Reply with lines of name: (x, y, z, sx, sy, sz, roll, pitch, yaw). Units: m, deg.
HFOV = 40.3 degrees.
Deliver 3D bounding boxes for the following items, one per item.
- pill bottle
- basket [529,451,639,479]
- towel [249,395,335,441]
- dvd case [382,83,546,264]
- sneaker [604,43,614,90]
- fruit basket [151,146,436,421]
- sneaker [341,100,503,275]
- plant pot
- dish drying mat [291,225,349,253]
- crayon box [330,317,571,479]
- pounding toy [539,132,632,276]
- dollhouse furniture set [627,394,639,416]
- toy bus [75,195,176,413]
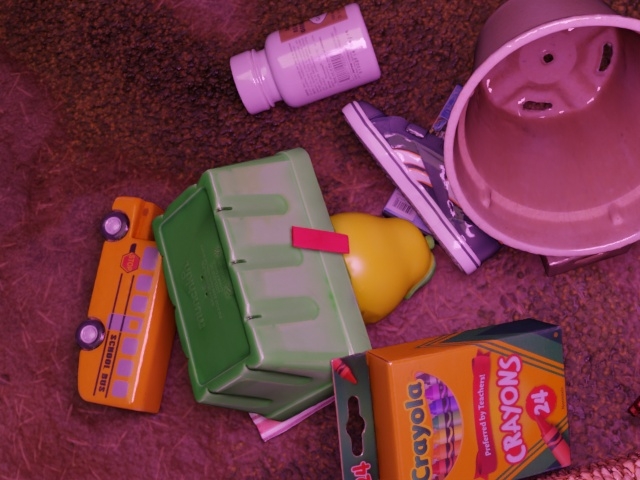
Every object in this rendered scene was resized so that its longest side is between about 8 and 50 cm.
pill bottle: (-0.026, -0.294, 1.443, 0.229, 0.131, 0.131, -18, 72, 7)
basket: (0.355, 0.390, 1.089, 0.223, 0.299, 0.213, -16, 74, 5)
towel: (-0.071, 0.198, 1.379, 0.144, 0.029, 0.197, -30, 71, 0)
dvd case: (0.237, -0.108, 1.393, 0.180, 0.022, 0.253, 29, 83, 17)
sneaker: (0.498, -0.201, 1.322, 0.129, 0.111, 0.297, -10, 60, 40)
fruit basket: (-0.022, 0.059, 1.307, 0.283, 0.392, 0.392, -36, 66, 40)
sneaker: (0.170, -0.108, 1.332, 0.127, 0.126, 0.321, -39, 82, 5)
plant pot: (0.330, -0.200, 1.198, 0.333, 0.334, 0.305, -8, 34, 10)
dish drying mat: (0.000, 0.000, 1.203, 0.083, 0.008, 0.032, 8, 61, -19)
crayon box: (0.180, 0.233, 1.173, 0.318, 0.081, 0.202, -9, 98, -20)
pounding toy: (0.397, -0.076, 1.310, 0.181, 0.094, 0.206, -18, 73, 7)
dollhouse furniture set: (0.612, 0.161, 1.168, 0.201, 0.152, 0.374, 42, 87, 19)
toy bus: (-0.300, 0.102, 1.410, 0.130, 0.108, 0.333, 7, 77, 14)
